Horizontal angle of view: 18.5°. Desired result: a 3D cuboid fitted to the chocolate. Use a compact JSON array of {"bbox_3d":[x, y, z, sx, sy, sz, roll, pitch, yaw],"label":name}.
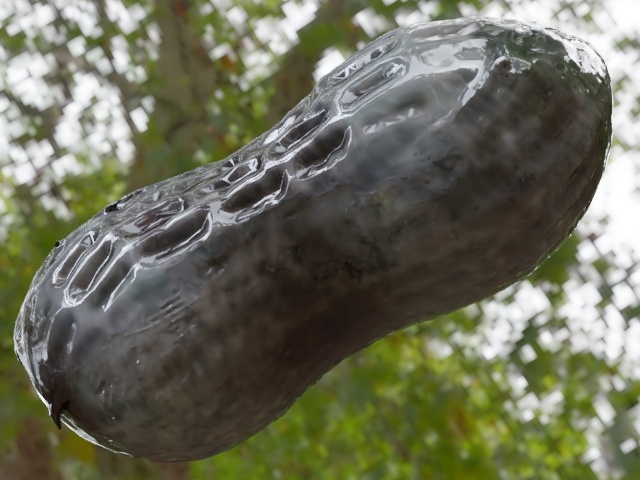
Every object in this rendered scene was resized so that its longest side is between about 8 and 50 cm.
[{"bbox_3d":[0.000,0.000,0.729,0.248,0.110,0.110,-34,-26,8],"label":"chocolate"}]
